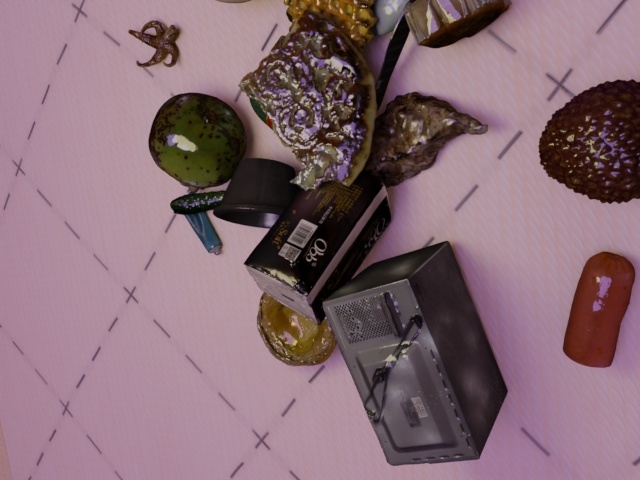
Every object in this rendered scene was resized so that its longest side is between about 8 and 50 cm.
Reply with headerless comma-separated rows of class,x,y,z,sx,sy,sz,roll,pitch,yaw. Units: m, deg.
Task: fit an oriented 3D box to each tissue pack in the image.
tissue pack,0.000,0.000,1.542,0.210,0.198,0.370,29,69,21

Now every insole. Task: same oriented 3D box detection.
insole,0.170,-0.430,1.471,0.012,0.110,0.309,31,127,14

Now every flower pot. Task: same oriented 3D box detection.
flower pot,-0.160,-0.131,1.711,0.269,0.269,0.166,-2,80,31

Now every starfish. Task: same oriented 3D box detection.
starfish,-0.513,-0.602,1.891,0.190,0.074,0.146,22,110,25

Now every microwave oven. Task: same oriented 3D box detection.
microwave oven,0.238,0.269,1.478,0.236,0.374,0.431,-20,95,31

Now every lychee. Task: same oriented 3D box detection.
lychee,0.574,-0.199,1.258,0.272,0.271,0.271,7,104,29

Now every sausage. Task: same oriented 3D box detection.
sausage,0.623,0.153,1.374,0.114,0.114,0.259,15,108,27

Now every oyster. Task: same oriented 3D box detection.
oyster,0.208,-0.267,1.528,0.396,0.111,0.204,-28,83,36

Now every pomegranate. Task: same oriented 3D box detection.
pomegranate,-0.365,-0.264,1.797,0.285,0.285,0.340,51,147,11

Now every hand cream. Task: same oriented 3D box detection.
hand cream,-0.379,-0.050,1.959,0.083,0.048,0.224,-40,75,29

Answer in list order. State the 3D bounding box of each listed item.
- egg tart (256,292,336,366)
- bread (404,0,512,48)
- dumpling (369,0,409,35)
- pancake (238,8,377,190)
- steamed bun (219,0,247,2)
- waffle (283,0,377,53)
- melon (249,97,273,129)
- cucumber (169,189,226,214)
egg tart,-0.058,0.235,1.786,0.288,0.118,0.288,7,105,27
bread,0.308,-0.507,1.355,0.192,0.210,0.109,-24,93,33
dumpling,0.180,-0.590,1.470,0.217,0.105,0.149,-35,83,34
pancake,-0.005,-0.330,1.500,0.305,0.067,0.426,-30,85,12
steamed bun,-0.251,-0.770,1.573,0.324,0.206,0.324,27,139,26
waffle,0.017,-0.574,1.542,0.329,0.062,0.329,32,139,34
melon,-0.079,-0.368,1.626,0.288,0.182,0.182,39,117,17
cucumber,-0.362,-0.120,1.904,0.228,0.069,0.069,-8,97,17
